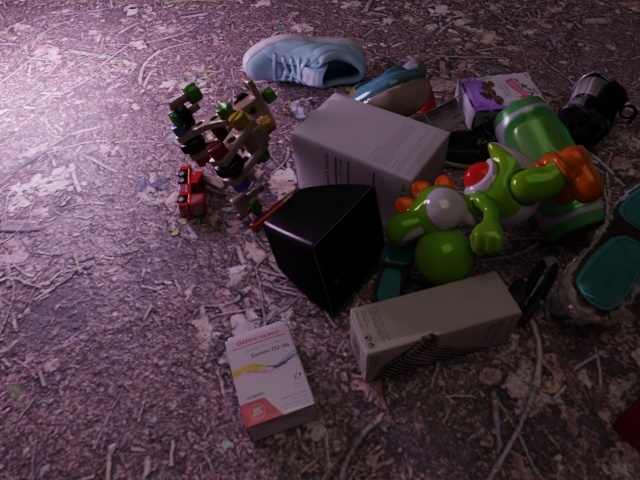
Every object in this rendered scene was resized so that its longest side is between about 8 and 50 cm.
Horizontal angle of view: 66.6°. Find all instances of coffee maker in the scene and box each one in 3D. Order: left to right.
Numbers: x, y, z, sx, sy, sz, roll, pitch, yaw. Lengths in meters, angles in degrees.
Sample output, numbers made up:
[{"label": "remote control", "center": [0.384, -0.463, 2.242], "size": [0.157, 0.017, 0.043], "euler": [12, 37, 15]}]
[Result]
[{"label": "coffee maker", "center": [0.693, -0.318, 1.214], "size": [0.171, 0.120, 0.178], "euler": [26, 56, 22]}]

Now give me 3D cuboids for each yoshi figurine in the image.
[{"label": "yoshi figurine", "center": [0.306, -0.029, 0.886], "size": [0.362, 0.203, 0.203], "euler": [-20, 41, 7]}]

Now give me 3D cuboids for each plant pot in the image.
[{"label": "plant pot", "center": [0.000, 0.000, 0.947], "size": [0.167, 0.187, 0.188], "euler": [19, 52, 35]}]

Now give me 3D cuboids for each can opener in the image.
[{"label": "can opener", "center": [0.404, 0.093, 0.918], "size": [0.059, 0.073, 0.186], "euler": [30, 47, 35]}]

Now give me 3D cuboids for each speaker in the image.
[{"label": "speaker", "center": [0.476, -0.150, 1.022], "size": [0.131, 0.131, 0.297], "euler": [-15, 72, -10]}]

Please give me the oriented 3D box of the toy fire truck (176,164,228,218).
[{"label": "toy fire truck", "center": [-0.268, -0.138, 1.156], "size": [0.135, 0.047, 0.192], "euler": [-8, 50, -6]}]

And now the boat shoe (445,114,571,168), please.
[{"label": "boat shoe", "center": [0.429, -0.248, 1.171], "size": [0.340, 0.113, 0.127], "euler": [5, 50, 7]}]

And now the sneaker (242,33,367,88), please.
[{"label": "sneaker", "center": [-0.041, -0.508, 1.406], "size": [0.365, 0.135, 0.150], "euler": [-8, 46, -2]}]

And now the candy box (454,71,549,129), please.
[{"label": "candy box", "center": [0.479, -0.372, 1.303], "size": [0.196, 0.070, 0.165], "euler": [-6, 49, -1]}]

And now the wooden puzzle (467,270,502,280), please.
[{"label": "wooden puzzle", "center": [0.328, 0.088, 0.958], "size": [0.083, 0.006, 0.049], "euler": [17, 52, 16]}]

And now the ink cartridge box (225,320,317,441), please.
[{"label": "ink cartridge box", "center": [-0.091, 0.218, 0.827], "size": [0.115, 0.067, 0.198], "euler": [-17, 50, -11]}]

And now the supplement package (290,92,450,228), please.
[{"label": "supplement package", "center": [0.107, -0.173, 1.082], "size": [0.293, 0.175, 0.177], "euler": [27, 58, 24]}]

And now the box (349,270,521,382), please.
[{"label": "box", "center": [0.192, 0.149, 0.845], "size": [0.275, 0.113, 0.094], "euler": [-14, 51, -7]}]

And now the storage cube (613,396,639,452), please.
[{"label": "storage cube", "center": [0.585, 0.246, 0.687], "size": [0.215, 0.193, 0.184], "euler": [-29, 54, -19]}]

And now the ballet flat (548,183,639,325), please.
[{"label": "ballet flat", "center": [0.569, 0.016, 0.918], "size": [0.409, 0.147, 0.147], "euler": [-35, 56, -18]}]

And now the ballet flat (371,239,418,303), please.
[{"label": "ballet flat", "center": [0.141, 0.064, 0.947], "size": [0.074, 0.074, 0.203], "euler": [13, 50, 13]}]

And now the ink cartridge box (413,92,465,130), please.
[{"label": "ink cartridge box", "center": [0.270, -0.283, 1.173], "size": [0.104, 0.180, 0.060], "euler": [-30, 98, -21]}]

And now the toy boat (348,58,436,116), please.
[{"label": "toy boat", "center": [0.180, -0.371, 1.233], "size": [0.318, 0.148, 0.267], "euler": [-27, 7, -40]}]

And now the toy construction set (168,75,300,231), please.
[{"label": "toy construction set", "center": [-0.145, -0.209, 1.046], "size": [0.237, 0.309, 0.257], "euler": [-39, 15, -15]}]
